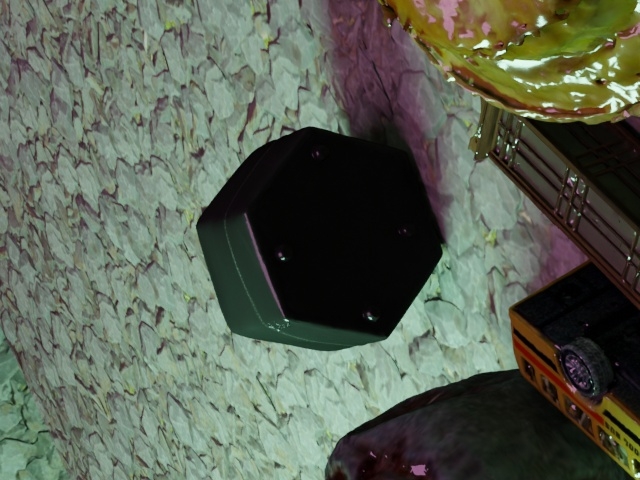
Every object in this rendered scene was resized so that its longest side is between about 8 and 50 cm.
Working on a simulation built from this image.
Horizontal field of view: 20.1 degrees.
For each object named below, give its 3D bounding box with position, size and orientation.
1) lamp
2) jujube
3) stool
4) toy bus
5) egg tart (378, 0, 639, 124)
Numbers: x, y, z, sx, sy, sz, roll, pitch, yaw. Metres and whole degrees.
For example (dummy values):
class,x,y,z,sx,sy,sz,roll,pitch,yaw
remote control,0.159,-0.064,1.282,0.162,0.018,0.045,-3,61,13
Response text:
class,x,y,z,sx,sy,sz,roll,pitch,yaw
lamp,0.255,-0.021,1.495,0.325,0.090,0.089,49,147,35
jujube,0.135,0.242,1.652,0.246,0.308,0.215,-18,90,56
stool,0.000,0.000,1.836,0.141,0.232,0.232,-20,91,61
toy bus,0.301,0.148,1.498,0.335,0.121,0.123,44,152,40
egg tart,0.137,-0.281,1.358,0.443,0.178,0.443,25,128,36
